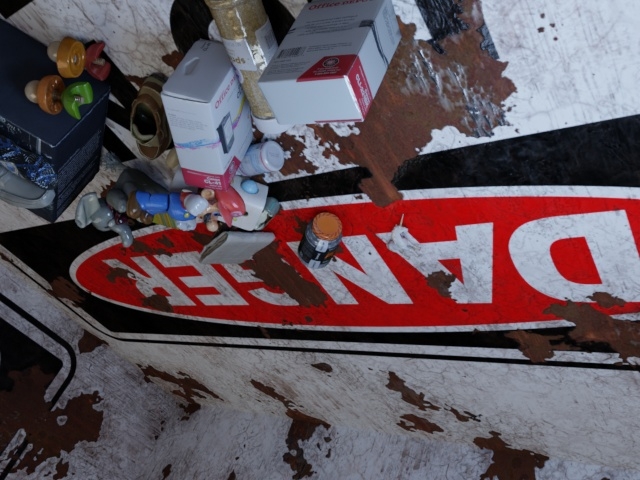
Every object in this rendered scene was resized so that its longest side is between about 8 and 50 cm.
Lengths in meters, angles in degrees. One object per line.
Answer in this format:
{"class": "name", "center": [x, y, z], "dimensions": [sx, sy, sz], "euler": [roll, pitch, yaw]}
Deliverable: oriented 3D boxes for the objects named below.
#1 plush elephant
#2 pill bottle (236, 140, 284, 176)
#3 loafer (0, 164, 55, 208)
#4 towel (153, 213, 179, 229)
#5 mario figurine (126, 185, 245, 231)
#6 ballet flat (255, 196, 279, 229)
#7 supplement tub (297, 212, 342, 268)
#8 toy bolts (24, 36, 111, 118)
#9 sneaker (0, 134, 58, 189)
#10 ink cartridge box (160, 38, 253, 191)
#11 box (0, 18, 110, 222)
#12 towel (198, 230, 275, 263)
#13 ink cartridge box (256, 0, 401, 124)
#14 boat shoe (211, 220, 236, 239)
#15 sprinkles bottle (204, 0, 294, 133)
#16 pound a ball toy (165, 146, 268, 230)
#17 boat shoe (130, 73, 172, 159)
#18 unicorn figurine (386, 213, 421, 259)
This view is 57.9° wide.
{"class": "plush elephant", "center": [-0.674, -0.105, 1.966], "dimensions": [0.330, 0.272, 0.255], "euler": [41, 106, 4]}
{"class": "pill bottle", "center": [-0.188, -0.230, 1.651], "dimensions": [0.160, 0.087, 0.087], "euler": [-5, 136, 38]}
{"class": "loafer", "center": [-0.909, -0.184, 1.641], "dimensions": [0.320, 0.112, 0.111], "euler": [21, 154, 7]}
{"class": "towel", "center": [-0.640, -0.109, 2.178], "dimensions": [0.237, 0.021, 0.102], "euler": [16, 140, 16]}
{"class": "mario figurine", "center": [-0.365, -0.072, 1.602], "dimensions": [0.321, 0.198, 0.170], "euler": [-3, 117, 9]}
{"class": "ballet flat", "center": [-0.200, -0.073, 1.891], "dimensions": [0.072, 0.068, 0.213], "euler": [33, 146, -11]}
{"class": "supplement tub", "center": [0.000, 0.000, 1.816], "dimensions": [0.117, 0.117, 0.190], "euler": [25, 147, 0]}
{"class": "toy bolts", "center": [-0.682, -0.468, 1.524], "dimensions": [0.159, 0.228, 0.218], "euler": [13, 140, 2]}
{"class": "sneaker", "center": [-0.817, -0.216, 1.588], "dimensions": [0.211, 0.080, 0.081], "euler": [41, 162, -24]}
{"class": "ink cartridge box", "center": [-0.275, -0.310, 1.470], "dimensions": [0.131, 0.226, 0.306], "euler": [14, 145, 8]}
{"class": "box", "center": [-0.945, -0.372, 1.773], "dimensions": [0.480, 0.297, 0.472], "euler": [31, 144, -8]}
{"class": "towel", "center": [-0.301, 0.024, 2.033], "dimensions": [0.187, 0.049, 0.282], "euler": [-1, 161, -36]}
{"class": "ink cartridge box", "center": [0.025, -0.367, 1.160], "dimensions": [0.197, 0.272, 0.114], "euler": [4, 145, 29]}
{"class": "boat shoe", "center": [-0.330, -0.059, 1.998], "dimensions": [0.073, 0.073, 0.207], "euler": [37, 138, -14]}
{"class": "sprinkles bottle", "center": [-0.147, -0.418, 1.337], "dimensions": [0.121, 0.121, 0.355], "euler": [8, 142, 25]}
{"class": "pound a ball toy", "center": [-0.322, -0.186, 1.759], "dimensions": [0.319, 0.208, 0.135], "euler": [21, 127, -13]}
{"class": "boat shoe", "center": [-0.504, -0.338, 1.679], "dimensions": [0.123, 0.120, 0.324], "euler": [27, 146, -2]}
{"class": "unicorn figurine", "center": [0.243, 0.007, 1.718], "dimensions": [0.111, 0.060, 0.162], "euler": [31, 146, -9]}
